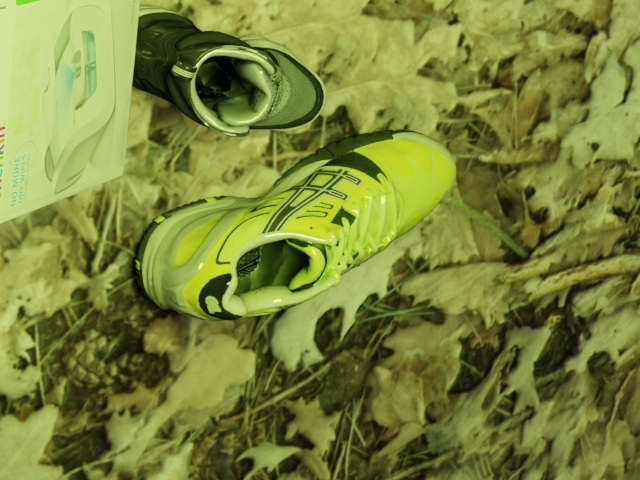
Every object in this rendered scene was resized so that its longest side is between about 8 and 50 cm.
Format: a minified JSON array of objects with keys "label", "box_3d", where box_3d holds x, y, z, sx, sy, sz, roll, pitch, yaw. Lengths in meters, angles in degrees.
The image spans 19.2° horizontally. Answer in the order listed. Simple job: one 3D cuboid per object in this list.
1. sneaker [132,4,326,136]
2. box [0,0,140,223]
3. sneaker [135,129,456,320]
[{"label":"sneaker","box_3d":[-0.074,-0.147,1.859,0.268,0.153,0.101,15,102,-41]},{"label":"box","box_3d":[-0.278,-0.167,1.663,0.231,0.126,0.262,-27,130,-57]},{"label":"sneaker","box_3d":[0.000,0.000,1.995,0.384,0.147,0.145,-26,124,-27]}]
